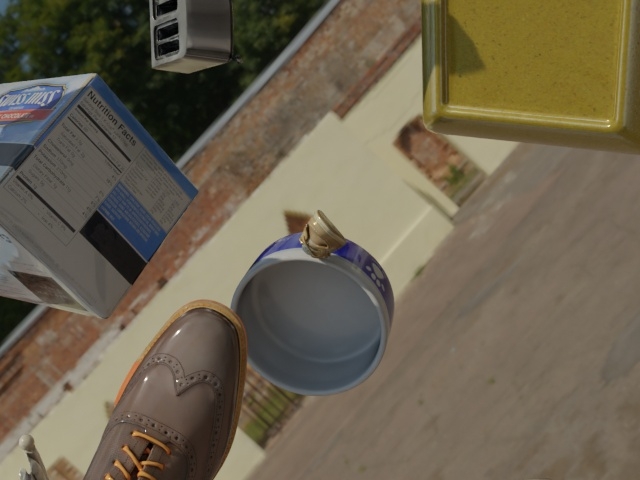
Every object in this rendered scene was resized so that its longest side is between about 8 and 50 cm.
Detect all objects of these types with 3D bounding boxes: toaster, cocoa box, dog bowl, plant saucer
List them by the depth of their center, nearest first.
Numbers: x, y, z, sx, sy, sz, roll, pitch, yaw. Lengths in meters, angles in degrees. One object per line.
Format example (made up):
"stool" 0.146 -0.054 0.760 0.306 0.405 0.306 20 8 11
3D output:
"plant saucer" 0.258 -0.259 1.127 0.081 0.333 0.332 -40 -48 -51
"cocoa box" -0.388 -0.065 1.291 0.347 0.231 0.228 5 54 45
"dog bowl" -0.011 0.122 1.579 0.265 0.265 0.104 -49 7 27
"toaster" -0.239 -0.403 1.755 0.110 0.167 0.186 -4 3 -38

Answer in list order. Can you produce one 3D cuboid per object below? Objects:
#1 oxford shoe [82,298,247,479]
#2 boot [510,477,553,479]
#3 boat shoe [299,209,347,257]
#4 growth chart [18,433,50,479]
"oxford shoe" -0.167 0.231 0.927 0.133 0.130 0.363 131 161 -86
"boot" 0.292 0.394 1.306 0.220 0.108 0.283 -6 6 -25
"boat shoe" 0.000 0.000 1.398 0.059 0.063 0.170 -39 -11 -1
"growth chart" -0.286 0.308 0.906 0.172 0.021 0.237 98 172 -50
